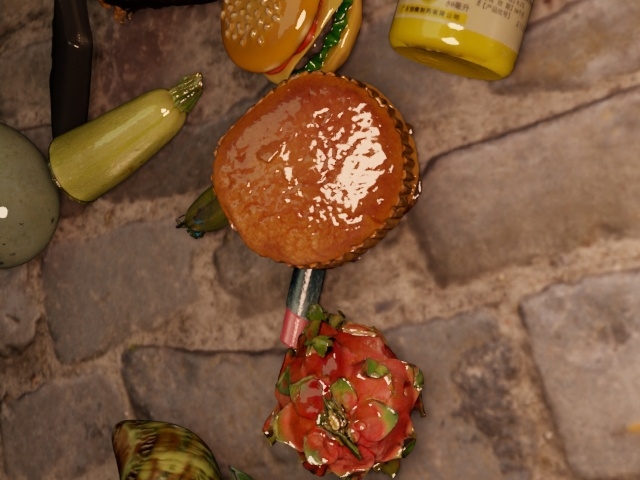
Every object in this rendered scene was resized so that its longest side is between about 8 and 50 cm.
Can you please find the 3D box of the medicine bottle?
[{"bbox_3d":[0.147,-0.265,1.257,0.121,0.121,0.213,16,90,46],"label":"medicine bottle"}]

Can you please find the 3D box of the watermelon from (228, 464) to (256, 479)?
[{"bbox_3d":[-0.065,0.325,1.345,0.187,0.071,0.139,-102,32,-41],"label":"watermelon"}]

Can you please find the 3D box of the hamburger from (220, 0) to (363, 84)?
[{"bbox_3d":[-0.032,-0.241,1.432,0.162,0.115,0.162,-17,66,42],"label":"hamburger"}]

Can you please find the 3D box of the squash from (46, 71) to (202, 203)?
[{"bbox_3d":[-0.222,-0.135,1.625,0.224,0.094,0.094,-31,58,27],"label":"squash"}]

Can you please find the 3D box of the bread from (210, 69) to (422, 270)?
[{"bbox_3d":[-0.006,-0.066,1.309,0.199,0.104,0.199,0,92,13],"label":"bread"}]

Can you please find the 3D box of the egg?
[{"bbox_3d":[-0.423,-0.061,1.732,0.236,0.169,0.169,46,111,40],"label":"egg"}]

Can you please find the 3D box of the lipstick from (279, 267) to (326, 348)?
[{"bbox_3d":[0.000,0.000,1.387,0.053,0.053,0.234,14,93,46],"label":"lipstick"}]

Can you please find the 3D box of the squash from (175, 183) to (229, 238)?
[{"bbox_3d":[-0.092,-0.055,1.486,0.183,0.052,0.052,-37,55,30],"label":"squash"}]

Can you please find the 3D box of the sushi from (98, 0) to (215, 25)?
[{"bbox_3d":[-0.187,-0.440,1.570,0.207,0.234,0.349,5,78,47],"label":"sushi"}]

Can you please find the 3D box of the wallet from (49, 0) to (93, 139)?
[{"bbox_3d":[-0.314,-0.219,1.685,0.250,0.044,0.149,111,150,-57],"label":"wallet"}]

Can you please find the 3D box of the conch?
[{"bbox_3d":[-0.160,0.284,1.405,0.124,0.187,0.182,3,95,7],"label":"conch"}]

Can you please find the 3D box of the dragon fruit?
[{"bbox_3d":[0.017,0.140,1.278,0.137,0.135,0.236,-64,24,8],"label":"dragon fruit"}]
